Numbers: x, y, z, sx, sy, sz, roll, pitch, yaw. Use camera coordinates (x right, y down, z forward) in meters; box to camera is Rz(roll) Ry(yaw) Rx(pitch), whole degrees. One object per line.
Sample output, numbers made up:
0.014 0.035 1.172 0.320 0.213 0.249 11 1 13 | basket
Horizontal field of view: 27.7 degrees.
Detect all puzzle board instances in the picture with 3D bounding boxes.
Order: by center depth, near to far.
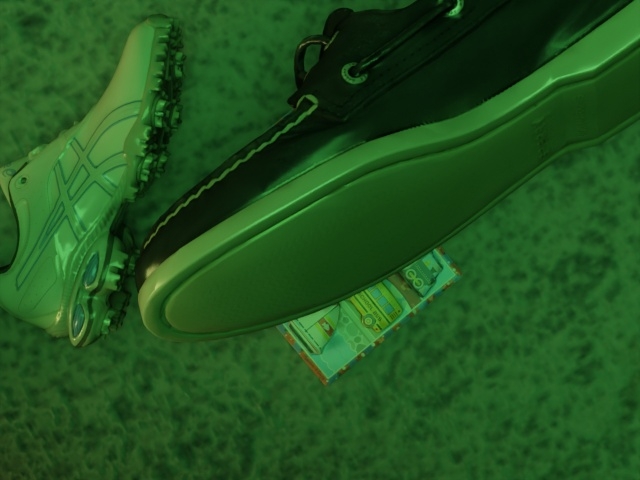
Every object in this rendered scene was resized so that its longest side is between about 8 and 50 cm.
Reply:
0.000 0.000 0.697 0.096 0.011 0.128 -39 93 0 | puzzle board

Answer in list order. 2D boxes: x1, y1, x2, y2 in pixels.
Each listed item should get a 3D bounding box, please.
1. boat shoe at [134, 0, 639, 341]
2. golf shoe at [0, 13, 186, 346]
0.046 -0.073 0.644 0.340 0.127 0.113 -32 65 -1 | boat shoe
-0.124 -0.038 0.665 0.086 0.069 0.176 18 91 3 | golf shoe
